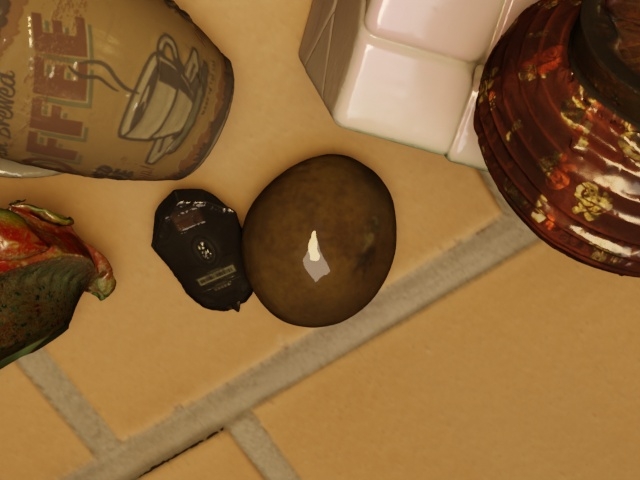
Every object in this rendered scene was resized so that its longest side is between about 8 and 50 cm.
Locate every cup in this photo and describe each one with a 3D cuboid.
[{"bbox_3d":[-0.246,-0.140,1.033,0.257,0.227,0.301,25,137,-29],"label":"cup"}]

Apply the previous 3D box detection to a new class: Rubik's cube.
[{"bbox_3d":[0.180,-0.246,0.971,0.316,0.322,0.318,13,107,-10],"label":"Rubik's cube"}]

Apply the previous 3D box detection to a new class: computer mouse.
[{"bbox_3d":[-0.128,0.007,1.173,0.099,0.057,0.172,-23,123,0],"label":"computer mouse"}]

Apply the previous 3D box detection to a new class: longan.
[{"bbox_3d":[0.000,0.000,1.129,0.167,0.167,0.187,30,103,-17],"label":"longan"}]

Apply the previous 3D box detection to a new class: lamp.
[{"bbox_3d":[0.230,-0.081,0.756,0.247,0.247,0.247,-2,111,-6],"label":"lamp"}]

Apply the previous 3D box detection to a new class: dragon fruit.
[{"bbox_3d":[-0.342,0.059,1.053,0.268,0.295,0.130,-31,87,-24],"label":"dragon fruit"}]
